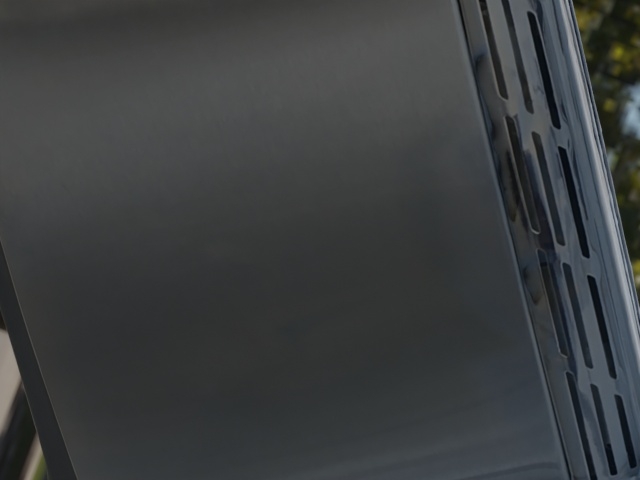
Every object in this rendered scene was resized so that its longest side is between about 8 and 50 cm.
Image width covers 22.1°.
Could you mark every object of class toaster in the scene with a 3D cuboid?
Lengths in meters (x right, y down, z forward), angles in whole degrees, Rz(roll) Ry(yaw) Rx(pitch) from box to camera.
[{"bbox_3d":[0.000,0.000,0.410,0.129,0.146,0.227,-58,135,-72],"label":"toaster"}]
